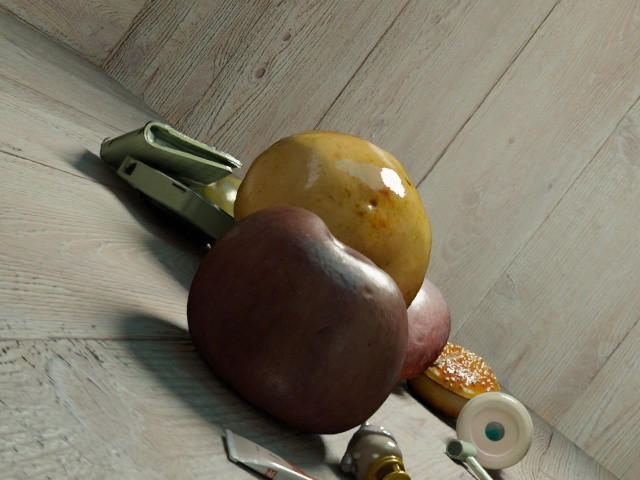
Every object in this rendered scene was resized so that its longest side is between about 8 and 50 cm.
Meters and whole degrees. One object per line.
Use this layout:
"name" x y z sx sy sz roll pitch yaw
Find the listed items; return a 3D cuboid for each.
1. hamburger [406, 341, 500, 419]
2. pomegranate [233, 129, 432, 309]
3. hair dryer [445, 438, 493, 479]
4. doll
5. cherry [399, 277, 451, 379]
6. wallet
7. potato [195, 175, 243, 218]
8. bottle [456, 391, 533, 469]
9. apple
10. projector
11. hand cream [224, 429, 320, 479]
"hamburger" 0.292 0.310 2.128 0.236 0.147 0.237 31 3 -2
"pomegranate" 0.000 0.000 1.730 0.411 0.411 0.411 37 4 -3
"hair dryer" 0.283 0.416 1.737 0.063 0.038 0.124 29 16 -50
"doll" 0.059 0.276 1.206 0.084 0.073 0.127 -1 25 -24
"cherry" 0.166 0.175 1.991 0.239 0.206 0.239 42 15 -14
"wallet" -0.315 -0.169 1.970 0.223 0.077 0.309 25 -12 -27
"potato" -0.230 -0.083 2.241 0.154 0.137 0.200 1 -21 39
"bottle" 0.353 0.380 1.929 0.147 0.148 0.236 38 0 13
"apple" -0.023 0.102 1.250 0.305 0.235 0.306 37 3 -2
"projector" -0.257 -0.051 1.906 0.257 0.079 0.259 29 -6 44
"hand cream" -0.010 0.263 1.031 0.216 0.038 0.052 32 -21 -19
